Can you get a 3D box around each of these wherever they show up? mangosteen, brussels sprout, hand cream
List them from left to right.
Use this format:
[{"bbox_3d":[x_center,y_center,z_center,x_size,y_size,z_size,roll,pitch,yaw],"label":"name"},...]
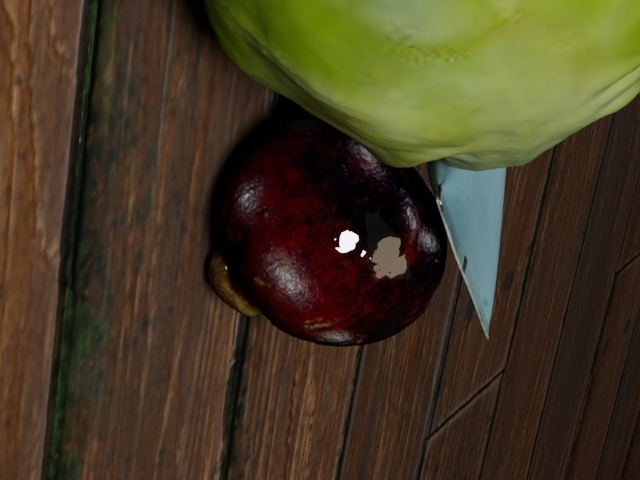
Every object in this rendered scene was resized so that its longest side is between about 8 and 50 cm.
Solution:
[{"bbox_3d":[0.000,0.000,0.859,0.152,0.152,0.152,-45,145,-44],"label":"mangosteen"},{"bbox_3d":[0.093,-0.078,0.922,0.312,0.070,0.111,-79,154,-50],"label":"hand cream"},{"bbox_3d":[0.077,-0.186,0.716,0.344,0.268,0.344,17,90,-73],"label":"brussels sprout"}]
